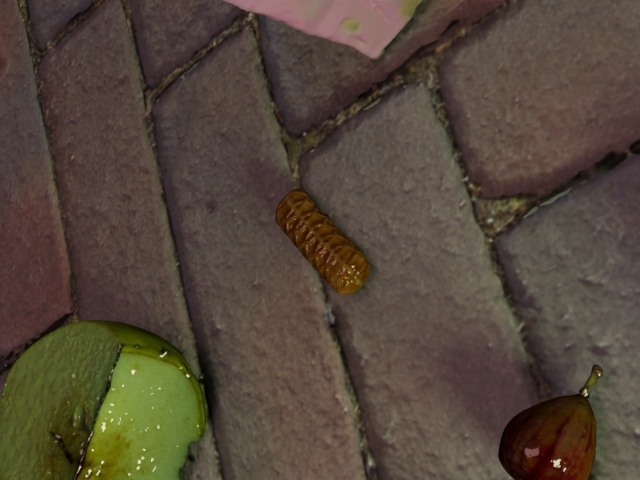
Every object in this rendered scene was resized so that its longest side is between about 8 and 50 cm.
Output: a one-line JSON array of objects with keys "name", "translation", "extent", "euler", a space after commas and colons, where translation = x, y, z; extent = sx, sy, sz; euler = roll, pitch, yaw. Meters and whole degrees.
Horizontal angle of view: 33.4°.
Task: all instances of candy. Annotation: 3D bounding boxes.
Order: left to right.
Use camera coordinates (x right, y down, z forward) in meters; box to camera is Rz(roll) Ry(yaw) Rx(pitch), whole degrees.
[{"name": "candy", "translation": [-0.018, -0.310, 1.150], "extent": [0.116, 0.265, 0.155], "euler": [-51, 52, 26]}]

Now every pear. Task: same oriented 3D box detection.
[{"name": "pear", "translation": [-0.288, 0.230, 1.338], "extent": [0.292, 0.159, 0.293], "euler": [-15, 67, 38]}]

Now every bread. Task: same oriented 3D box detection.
[{"name": "bread", "translation": [0.000, 0.000, 1.208], "extent": [0.052, 0.044, 0.157], "euler": [-51, 53, 13]}]

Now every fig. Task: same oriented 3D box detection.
[{"name": "fig", "translation": [0.219, 0.170, 0.964], "extent": [0.089, 0.089, 0.125], "euler": [30, 73, 41]}]
